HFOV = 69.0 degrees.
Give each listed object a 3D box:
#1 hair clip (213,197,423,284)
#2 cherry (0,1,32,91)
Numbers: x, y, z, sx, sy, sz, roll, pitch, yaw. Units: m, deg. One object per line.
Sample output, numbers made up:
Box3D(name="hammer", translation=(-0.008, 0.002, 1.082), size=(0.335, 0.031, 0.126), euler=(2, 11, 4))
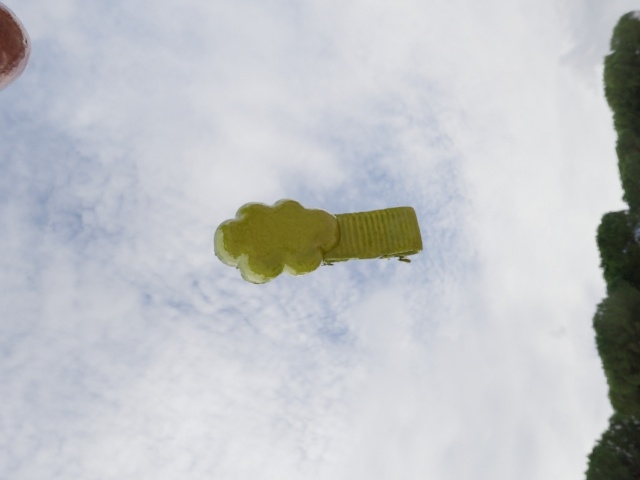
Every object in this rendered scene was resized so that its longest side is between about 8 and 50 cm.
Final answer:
Box3D(name="hair clip", translation=(0.000, 0.000, 0.386), size=(0.173, 0.046, 0.072), euler=(1, -119, -16))
Box3D(name="cherry", translation=(-0.317, -0.178, 0.418), size=(0.106, 0.087, 0.126), euler=(-17, -130, -7))
